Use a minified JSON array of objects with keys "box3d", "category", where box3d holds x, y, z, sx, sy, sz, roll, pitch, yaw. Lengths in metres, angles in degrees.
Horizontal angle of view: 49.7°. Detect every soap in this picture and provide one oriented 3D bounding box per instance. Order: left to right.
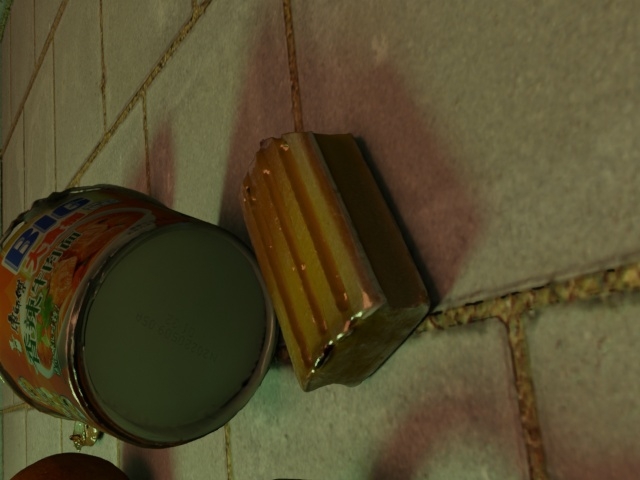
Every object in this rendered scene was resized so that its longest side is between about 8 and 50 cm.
[{"box3d":[0.000,0.000,0.620,0.140,0.073,0.232,-55,44,40],"category":"soap"}]

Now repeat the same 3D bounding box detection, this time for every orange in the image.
[{"box3d":[-0.403,0.467,1.090,0.264,0.264,0.265,-5,84,58],"category":"orange"}]

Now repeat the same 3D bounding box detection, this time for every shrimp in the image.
[{"box3d":[-0.477,0.381,1.400,0.184,0.043,0.092,-51,51,43],"category":"shrimp"}]

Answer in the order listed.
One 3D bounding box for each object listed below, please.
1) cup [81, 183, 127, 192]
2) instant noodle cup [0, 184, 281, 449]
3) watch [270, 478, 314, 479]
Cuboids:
[{"box3d":[-0.381,0.049,1.141,0.280,0.196,0.196,-52,46,34],"category":"cup"},{"box3d":[-0.194,0.086,0.757,0.214,0.296,0.297,8,95,50],"category":"instant noodle cup"},{"box3d":[-0.011,0.322,0.523,0.241,0.161,0.254,-120,22,-70],"category":"watch"}]
